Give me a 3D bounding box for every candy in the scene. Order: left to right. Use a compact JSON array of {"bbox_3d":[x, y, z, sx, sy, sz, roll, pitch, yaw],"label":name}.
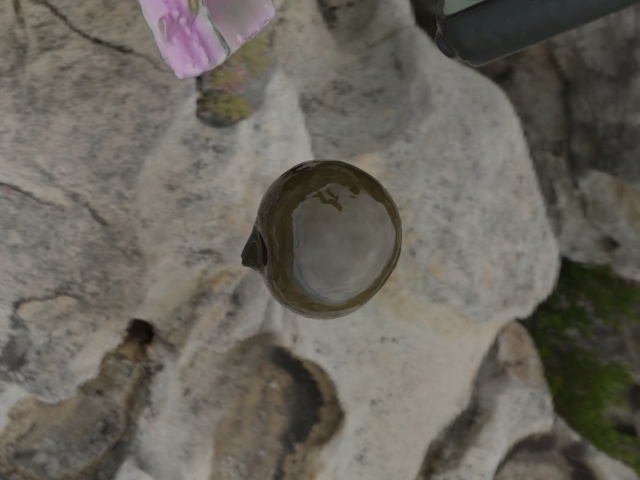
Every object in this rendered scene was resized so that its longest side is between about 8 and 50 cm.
[{"bbox_3d":[-0.165,-0.355,1.742,0.265,0.115,0.155,-65,136,-61],"label":"candy"}]

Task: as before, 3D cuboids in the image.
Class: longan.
[{"bbox_3d":[0.000,0.000,0.794,0.113,0.092,0.113,2,101,9],"label":"longan"}]

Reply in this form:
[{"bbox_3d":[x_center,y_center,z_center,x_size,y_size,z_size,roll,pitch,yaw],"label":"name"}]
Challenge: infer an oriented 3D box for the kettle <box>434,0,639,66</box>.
[{"bbox_3d":[0.277,-0.316,1.005,0.250,0.376,0.361,44,39,-29],"label":"kettle"}]
